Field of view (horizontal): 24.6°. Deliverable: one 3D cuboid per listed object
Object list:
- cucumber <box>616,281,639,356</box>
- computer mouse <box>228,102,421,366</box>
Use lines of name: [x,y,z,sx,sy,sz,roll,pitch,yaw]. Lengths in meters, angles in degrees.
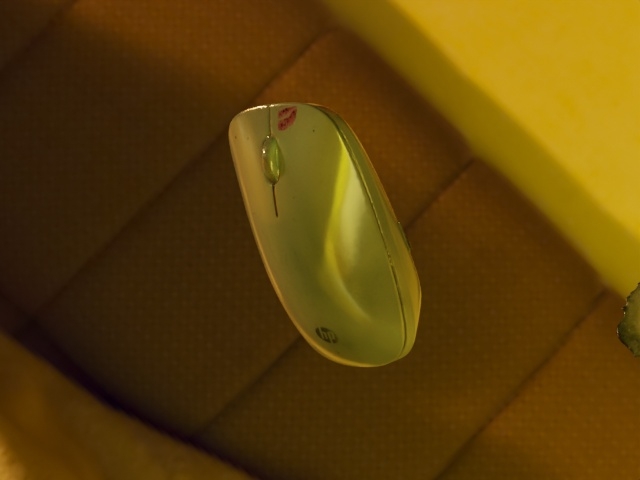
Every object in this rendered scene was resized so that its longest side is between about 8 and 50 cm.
cucumber: [0.348,0.057,1.255,0.265,0.077,0.077,-1,44,-48]
computer mouse: [-0.003,0.004,1.421,0.097,0.160,0.288,-46,121,-37]
